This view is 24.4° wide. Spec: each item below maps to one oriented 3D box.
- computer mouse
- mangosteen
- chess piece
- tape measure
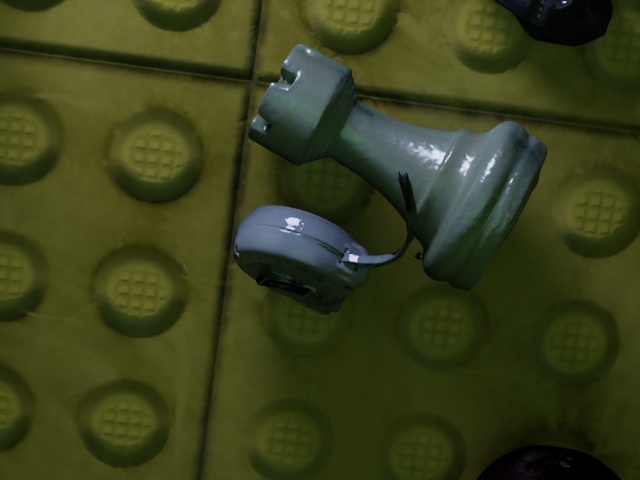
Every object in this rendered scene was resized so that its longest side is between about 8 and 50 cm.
[{"bbox_3d":[0.246,-0.288,1.641,0.192,0.062,0.106,39,97,-12],"label":"computer mouse"},{"bbox_3d":[0.265,0.359,1.723,0.211,0.211,0.250,2,129,-4],"label":"mangosteen"},{"bbox_3d":[0.077,-0.094,1.620,0.299,0.194,0.194,29,99,0],"label":"chess piece"},{"bbox_3d":[0.001,0.001,1.561,0.164,0.330,0.084,18,71,-7],"label":"tape measure"}]
